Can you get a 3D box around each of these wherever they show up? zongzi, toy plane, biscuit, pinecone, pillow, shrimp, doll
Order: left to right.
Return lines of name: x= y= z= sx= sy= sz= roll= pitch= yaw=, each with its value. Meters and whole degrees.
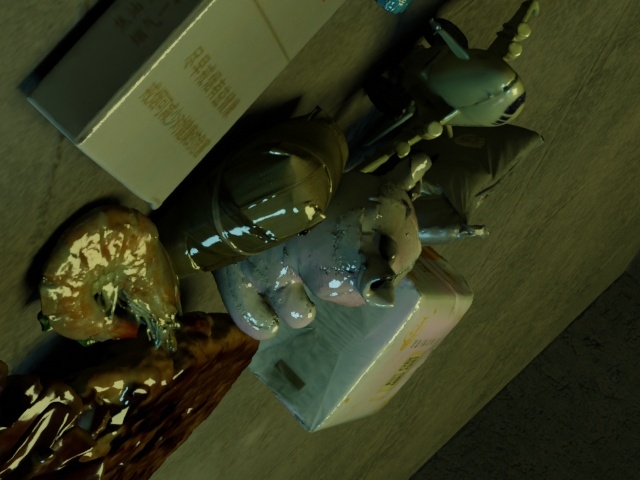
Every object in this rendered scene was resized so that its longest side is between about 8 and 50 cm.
pinecone: x=-0.230 y=0.180 z=1.247 sx=0.201 sy=0.202 sz=0.229 roll=-18 pitch=170 yaw=11
biscuit: x=-0.184 y=0.160 z=1.591 sx=0.289 sy=0.081 sz=0.334 roll=-47 pitch=169 yaw=15
shrimp: x=-0.142 y=0.036 z=1.387 sx=0.101 sy=0.042 sz=0.190 roll=-50 pitch=149 yaw=-8
zongzi: x=-0.065 y=-0.027 z=1.488 sx=0.176 sy=0.078 sz=0.160 roll=-29 pitch=-173 yaw=20
doll: x=0.000 y=0.000 z=1.563 sx=0.192 sy=0.095 sz=0.149 roll=-12 pitch=-140 yaw=26
pillow: x=0.094 y=-0.054 z=1.744 sx=0.169 sy=0.059 sz=0.255 roll=-9 pitch=-162 yaw=25
toy plane: x=0.107 y=-0.126 z=1.622 sx=0.242 sy=0.104 sz=0.256 roll=-43 pitch=-179 yaw=-11

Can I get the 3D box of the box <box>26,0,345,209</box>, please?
box: x=-0.016 y=-0.184 z=1.197 sx=0.365 sy=0.051 sz=0.204 roll=-47 pitch=167 yaw=-2

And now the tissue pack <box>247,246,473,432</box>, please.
tissue pack: x=0.043 y=0.088 z=2.011 sx=0.185 sy=0.124 sz=0.225 roll=-49 pitch=167 yaw=11

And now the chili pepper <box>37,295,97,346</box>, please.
chili pepper: x=-0.170 y=0.048 z=1.413 sx=0.055 sy=0.035 sz=0.118 roll=-64 pitch=172 yaw=-4

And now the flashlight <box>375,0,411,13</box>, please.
flashlight: x=0.078 y=-0.197 z=1.252 sx=0.129 sy=0.051 sz=0.051 roll=-50 pitch=168 yaw=28
